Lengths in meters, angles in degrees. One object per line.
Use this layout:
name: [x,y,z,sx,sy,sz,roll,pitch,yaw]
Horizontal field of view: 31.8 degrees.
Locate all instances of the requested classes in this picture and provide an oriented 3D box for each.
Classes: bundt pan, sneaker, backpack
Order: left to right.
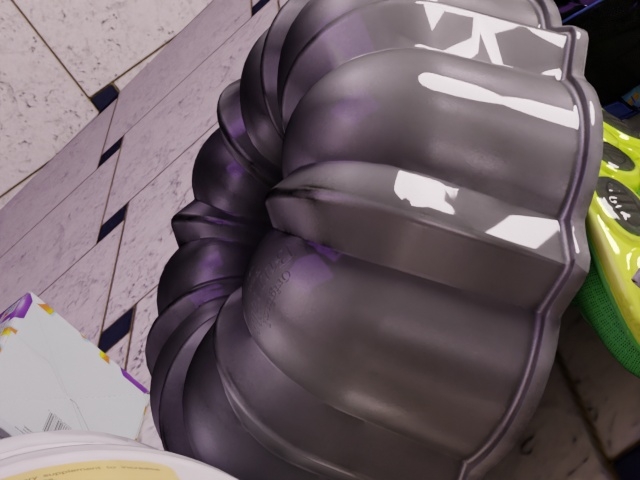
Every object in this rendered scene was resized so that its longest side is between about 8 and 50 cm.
bundt pan: [0.000,0.000,0.601,0.331,0.124,0.331,-55,24,40]
sneaker: [0.131,-0.002,0.596,0.295,0.109,0.124,-113,41,-62]
backpack: [0.221,-0.173,0.673,0.173,0.117,0.158,-29,27,36]

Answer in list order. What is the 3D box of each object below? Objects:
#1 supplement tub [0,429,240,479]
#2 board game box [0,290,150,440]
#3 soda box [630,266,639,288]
supplement tub: [-0.065,0.208,0.361,0.241,0.241,0.331,-49,22,-8]
board game box: [-0.297,0.193,0.932,0.275,0.144,0.142,-34,24,24]
soda box: [0.224,-0.058,0.382,0.286,0.098,0.091,-45,-1,-33]
